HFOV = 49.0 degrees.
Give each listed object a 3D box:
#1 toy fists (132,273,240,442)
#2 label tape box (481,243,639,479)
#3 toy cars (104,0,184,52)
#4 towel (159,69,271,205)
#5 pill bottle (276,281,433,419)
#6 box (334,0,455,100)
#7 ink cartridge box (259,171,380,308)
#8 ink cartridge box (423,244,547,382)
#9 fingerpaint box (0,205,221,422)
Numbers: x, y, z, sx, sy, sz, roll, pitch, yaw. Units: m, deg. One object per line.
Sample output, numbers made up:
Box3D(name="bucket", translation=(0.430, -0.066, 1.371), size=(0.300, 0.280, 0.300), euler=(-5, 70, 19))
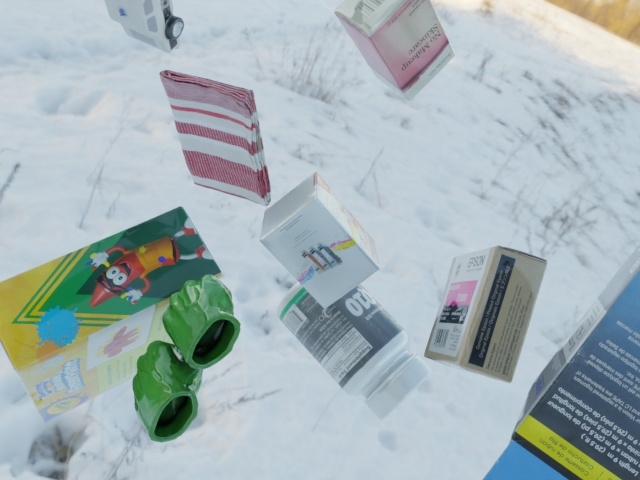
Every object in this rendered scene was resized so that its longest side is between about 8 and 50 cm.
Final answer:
Box3D(name="toy fists", translation=(-0.224, 0.187, 1.154), size=(0.096, 0.279, 0.142), euler=(15, 21, -40))
Box3D(name="label tape box", translation=(0.371, 0.204, 0.793), size=(0.240, 0.334, 0.106), euler=(35, 12, 9))
Box3D(name="toy cars", translation=(-0.204, -0.352, 0.909), size=(0.176, 0.393, 0.087), euler=(46, 59, -20))
Box3D(name="towel", translation=(-0.236, -0.226, 1.613), size=(0.237, 0.329, 0.037), euler=(18, 51, 22))
Box3D(name="pill bottle", translation=(0.082, 0.235, 1.674), size=(0.361, 0.204, 0.204), euler=(46, 27, 12))
Box3D(name="box", translation=(0.157, -0.425, 1.439), size=(0.127, 0.148, 0.232), euler=(47, 4, 35))
Box3D(name="ink cartridge box", translation=(0.000, 0.000, 1.227), size=(0.176, 0.127, 0.128), euler=(48, 16, -20))
Box3D(name="ink cartridge box", translation=(0.258, 0.118, 1.137), size=(0.088, 0.193, 0.235), euler=(18, -8, -3))
Box3D(name="fingerpaint box", translation=(-0.414, 0.156, 1.361), size=(0.371, 0.445, 0.163), euler=(-26, 75, -24))
